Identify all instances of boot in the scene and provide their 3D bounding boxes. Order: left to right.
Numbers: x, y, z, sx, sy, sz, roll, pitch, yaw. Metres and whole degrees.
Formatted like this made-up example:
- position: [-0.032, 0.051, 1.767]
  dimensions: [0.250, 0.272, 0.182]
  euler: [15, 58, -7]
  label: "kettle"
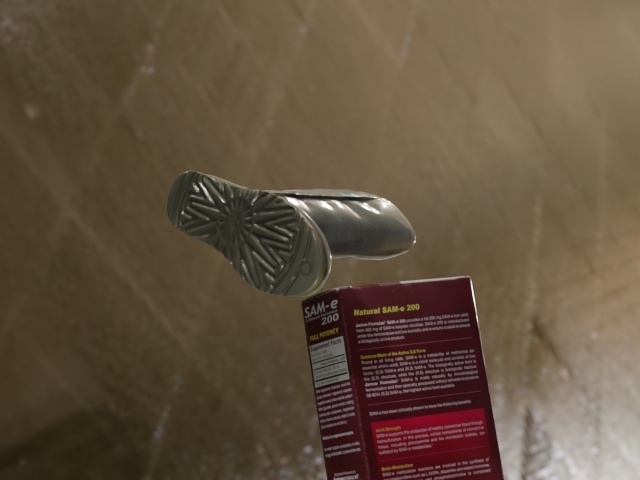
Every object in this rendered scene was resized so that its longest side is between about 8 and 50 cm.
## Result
- position: [0.002, -0.002, 1.409]
  dimensions: [0.208, 0.076, 0.189]
  euler: [15, 16, -47]
  label: "boot"

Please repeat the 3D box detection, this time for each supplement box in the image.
- position: [0.070, 0.155, 1.406]
  dimensions: [0.130, 0.073, 0.239]
  euler: [-3, 80, -29]
  label: "supplement box"
